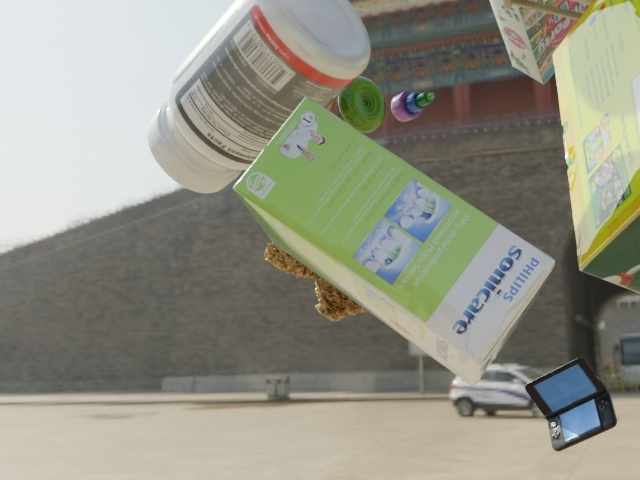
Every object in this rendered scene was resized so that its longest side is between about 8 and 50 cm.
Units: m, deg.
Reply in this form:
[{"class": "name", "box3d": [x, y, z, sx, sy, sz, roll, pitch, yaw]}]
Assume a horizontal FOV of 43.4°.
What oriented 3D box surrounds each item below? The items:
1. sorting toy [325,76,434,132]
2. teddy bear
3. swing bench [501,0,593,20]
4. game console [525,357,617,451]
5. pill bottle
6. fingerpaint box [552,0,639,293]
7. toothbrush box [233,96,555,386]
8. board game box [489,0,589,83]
[{"class": "sorting toy", "box3d": [0.102, -0.307, 1.713, 0.366, 0.127, 0.126, -3, -7, -36]}, {"class": "teddy bear", "box3d": [0.000, 0.000, 1.620, 0.245, 0.338, 0.113, -46, 2, -36]}, {"class": "swing bench", "box3d": [0.413, -0.459, 1.238, 0.253, 0.165, 0.255, 21, -5, 22]}, {"class": "game console", "box3d": [0.489, 0.324, 1.581, 0.085, 0.124, 0.144, 36, -55, -26]}, {"class": "pill bottle", "box3d": [-0.111, -0.242, 1.267, 0.210, 0.210, 0.363, 6, -34, -43]}, {"class": "fingerpaint box", "box3d": [0.465, -0.207, 0.964, 0.163, 0.444, 0.371, 20, -44, -11]}, {"class": "toothbrush box", "box3d": [0.075, 0.010, 0.817, 0.283, 0.122, 0.206, 34, -8, 15]}, {"class": "board game box", "box3d": [0.453, -0.492, 1.591, 0.097, 0.224, 0.303, 42, -1, 35]}]
